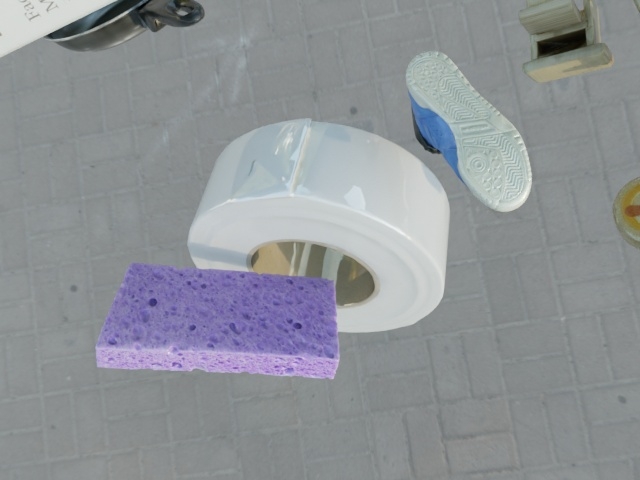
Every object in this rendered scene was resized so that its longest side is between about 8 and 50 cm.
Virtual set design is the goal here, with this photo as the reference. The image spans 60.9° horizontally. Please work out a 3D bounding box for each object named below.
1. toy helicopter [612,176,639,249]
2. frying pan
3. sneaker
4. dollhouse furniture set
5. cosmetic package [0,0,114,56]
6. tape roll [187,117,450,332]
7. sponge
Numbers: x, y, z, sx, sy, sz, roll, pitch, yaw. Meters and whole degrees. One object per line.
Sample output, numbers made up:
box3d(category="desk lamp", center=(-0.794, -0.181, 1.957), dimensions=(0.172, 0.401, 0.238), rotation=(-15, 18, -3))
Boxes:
box3d(category="toy helicopter", center=(0.458, 0.005, 0.489), dimensions=(0.355, 0.140, 0.235), rotation=(27, 87, 36))
box3d(category="frying pan", center=(-0.179, -0.270, 0.594), dimensions=(0.326, 0.053, 0.197), rotation=(13, 58, 34))
box3d(category="sneaker", center=(0.128, -0.088, 0.480), dimensions=(0.058, 0.084, 0.152), rotation=(-35, 77, 6))
box3d(category="dollhouse furniture set", center=(0.181, -0.124, 0.314), dimensions=(0.160, 0.181, 0.101), rotation=(-5, 87, 37))
box3d(category="cosmetic package", center=(-0.248, -0.224, 0.362), dimensions=(0.183, 0.151, 0.151), rotation=(-28, 51, -1))
box3d(category="tape roll", center=(0.000, 0.000, 0.616), dimensions=(0.286, 0.286, 0.100), rotation=(10, 58, 7))
box3d(category="sponge", center=(-0.088, 0.074, 0.516), dimensions=(0.209, 0.117, 0.031), rotation=(5, 124, -7))
